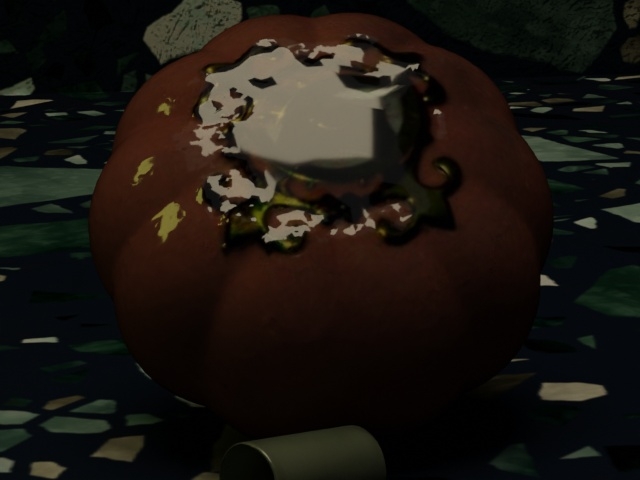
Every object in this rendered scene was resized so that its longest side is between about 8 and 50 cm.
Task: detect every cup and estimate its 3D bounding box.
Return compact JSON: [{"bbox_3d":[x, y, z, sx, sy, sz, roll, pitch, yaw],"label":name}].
[{"bbox_3d":[-0.013,0.141,1.103,0.083,0.075,0.054,-7,50,-40],"label":"cup"}]

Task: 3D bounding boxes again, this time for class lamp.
[{"bbox_3d":[0.000,0.000,1.278,0.305,0.305,0.239,-3,-32,-6],"label":"lamp"}]
